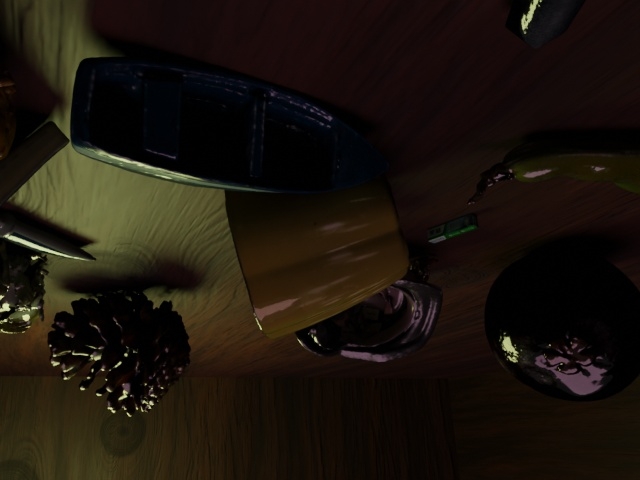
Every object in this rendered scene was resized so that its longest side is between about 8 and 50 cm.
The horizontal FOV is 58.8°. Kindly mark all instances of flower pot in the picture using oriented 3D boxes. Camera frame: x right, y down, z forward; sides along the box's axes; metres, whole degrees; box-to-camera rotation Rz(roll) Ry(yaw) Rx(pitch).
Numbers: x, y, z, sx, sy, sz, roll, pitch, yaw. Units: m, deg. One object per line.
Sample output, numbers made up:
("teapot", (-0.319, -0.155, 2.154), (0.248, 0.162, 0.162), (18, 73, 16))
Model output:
("flower pot", (0.000, 0.000, 0.656), (0.179, 0.195, 0.195), (-15, 160, 1))

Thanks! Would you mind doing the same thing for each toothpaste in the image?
("toothpaste", (-0.400, -0.001, 0.810), (0.057, 0.035, 0.197), (9, 166, 17))
("toothpaste", (0.198, -0.017, 0.853), (0.017, 0.020, 0.083), (16, 153, -38))

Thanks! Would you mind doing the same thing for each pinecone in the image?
("pinecone", (-0.406, 0.216, 1.132), (0.292, 0.246, 0.246), (11, 162, 8))

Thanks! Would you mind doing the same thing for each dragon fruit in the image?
("dragon fruit", (0.167, 0.091, 1.069), (0.094, 0.094, 0.190), (10, 146, -31))

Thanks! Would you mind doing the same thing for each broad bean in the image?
("broad bean", (0.321, -0.083, 0.631), (0.325, 0.067, 0.075), (2, 130, -6))

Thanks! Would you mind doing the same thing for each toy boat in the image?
("toy boat", (-0.068, -0.088, 0.516), (0.299, 0.096, 0.062), (7, 169, -31))

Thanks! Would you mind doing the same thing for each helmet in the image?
("helmet", (0.064, 0.103, 0.989), (0.253, 0.154, 0.198), (-5, 124, -20))

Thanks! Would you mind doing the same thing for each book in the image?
("book", (-0.448, 0.047, 0.582), (0.428, 0.300, 0.039), (-20, 122, 39))

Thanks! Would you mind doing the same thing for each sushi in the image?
("sushi", (-0.500, 0.086, 0.897), (0.131, 0.139, 0.291), (-2, 161, -24))

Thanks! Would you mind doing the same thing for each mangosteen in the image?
("mangosteen", (0.436, 0.135, 1.022), (0.275, 0.275, 0.302), (-10, -169, 20))

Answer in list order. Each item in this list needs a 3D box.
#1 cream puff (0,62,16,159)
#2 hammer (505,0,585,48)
("cream puff", (-0.291, -0.107, 0.414), (0.126, 0.103, 0.144), (22, 150, -39))
("hammer", (0.143, -0.202, 0.293), (0.137, 0.037, 0.290), (-4, 160, 3))
